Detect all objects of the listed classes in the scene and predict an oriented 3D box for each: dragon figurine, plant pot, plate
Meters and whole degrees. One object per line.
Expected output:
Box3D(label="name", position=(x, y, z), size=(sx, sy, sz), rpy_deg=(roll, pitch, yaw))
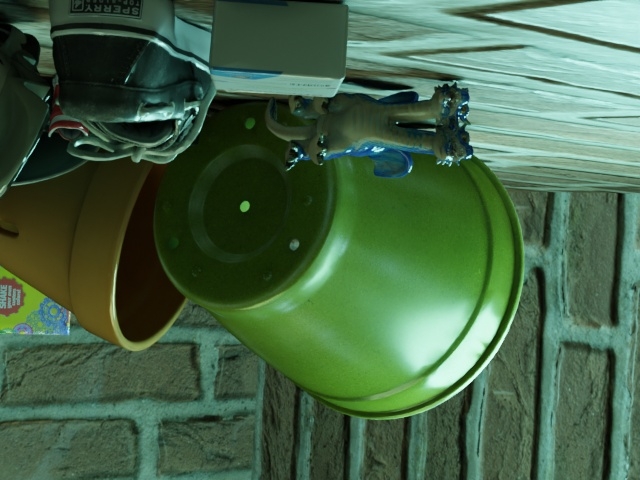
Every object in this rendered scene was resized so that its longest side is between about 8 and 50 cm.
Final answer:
Box3D(label="dragon figurine", position=(0.044, -0.105, 1.556), size=(0.144, 0.085, 0.289), rpy_deg=(4, 178, -21))
Box3D(label="plant pot", position=(0.000, 0.000, 1.882), size=(0.366, 0.366, 0.353), rpy_deg=(3, 168, 31))
Box3D(label="plate", position=(-0.328, -0.103, 1.774), size=(0.188, 0.024, 0.188), rpy_deg=(-2, -144, 2))
Box3D(label="plant pot", position=(-0.265, -0.035, 1.928), size=(0.203, 0.291, 0.291), rpy_deg=(17, -177, 16))

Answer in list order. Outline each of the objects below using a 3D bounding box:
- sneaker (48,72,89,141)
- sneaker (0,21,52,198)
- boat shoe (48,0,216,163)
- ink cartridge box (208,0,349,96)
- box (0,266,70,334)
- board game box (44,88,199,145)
Box3D(label="sneaker", position=(-0.249, -0.131, 1.618), size=(0.042, 0.067, 0.118), rpy_deg=(3, 180, -5))
Box3D(label="sneaker", position=(-0.284, -0.122, 1.157), size=(0.146, 0.122, 0.330), rpy_deg=(28, 180, -19))
Box3D(label="boat shoe", position=(-0.130, -0.108, 1.162), size=(0.113, 0.105, 0.306), rpy_deg=(3, 179, -2))
Box3D(label="ink cartridge box", position=(-0.029, -0.129, 1.094), size=(0.088, 0.052, 0.122), rpy_deg=(4, 178, -3))
Box3D(label="box", position=(-0.443, -0.028, 2.154), size=(0.177, 0.290, 0.279), rpy_deg=(3, -179, -23))
Box3D(label="board game box", position=(-0.237, -0.135, 1.731), size=(0.186, 0.026, 0.126), rpy_deg=(4, -165, -28))
